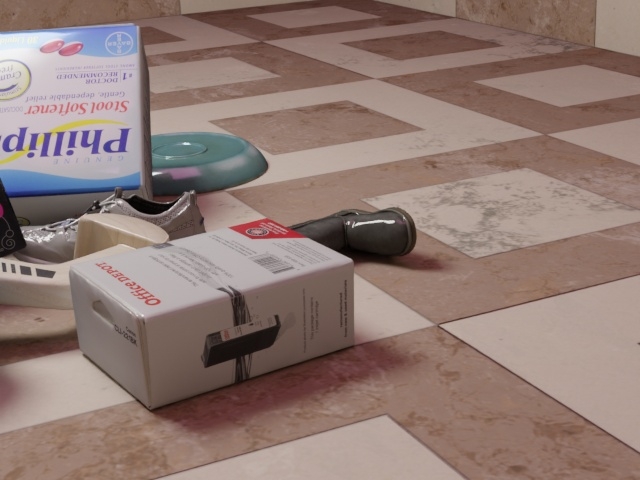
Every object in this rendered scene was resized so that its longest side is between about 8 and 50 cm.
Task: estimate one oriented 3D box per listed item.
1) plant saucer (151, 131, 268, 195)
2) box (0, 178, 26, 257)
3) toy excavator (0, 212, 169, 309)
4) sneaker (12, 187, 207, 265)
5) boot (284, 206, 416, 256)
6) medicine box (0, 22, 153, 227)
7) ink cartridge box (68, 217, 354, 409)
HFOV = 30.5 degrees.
[{"bbox_3d":[-0.254,-0.146,2.111,0.317,0.044,0.317,-2,20,1],"label":"plant saucer"},{"bbox_3d":[-0.540,-0.023,1.567,0.247,0.142,0.163,-23,23,-12],"label":"box"},{"bbox_3d":[-0.420,0.055,1.379,0.445,0.222,0.433,11,18,-5],"label":"toy excavator"},{"bbox_3d":[-0.296,-0.022,1.647,0.281,0.115,0.105,-4,19,-2],"label":"sneaker"},{"bbox_3d":[0.001,0.002,1.609,0.208,0.076,0.189,-8,5,-37],"label":"boot"},{"bbox_3d":[-0.396,-0.168,1.803,0.263,0.289,0.149,-4,-24,-4],"label":"medicine box"},{"bbox_3d":[-0.125,0.075,1.353,0.273,0.114,0.197,-14,23,-31],"label":"ink cartridge box"}]
